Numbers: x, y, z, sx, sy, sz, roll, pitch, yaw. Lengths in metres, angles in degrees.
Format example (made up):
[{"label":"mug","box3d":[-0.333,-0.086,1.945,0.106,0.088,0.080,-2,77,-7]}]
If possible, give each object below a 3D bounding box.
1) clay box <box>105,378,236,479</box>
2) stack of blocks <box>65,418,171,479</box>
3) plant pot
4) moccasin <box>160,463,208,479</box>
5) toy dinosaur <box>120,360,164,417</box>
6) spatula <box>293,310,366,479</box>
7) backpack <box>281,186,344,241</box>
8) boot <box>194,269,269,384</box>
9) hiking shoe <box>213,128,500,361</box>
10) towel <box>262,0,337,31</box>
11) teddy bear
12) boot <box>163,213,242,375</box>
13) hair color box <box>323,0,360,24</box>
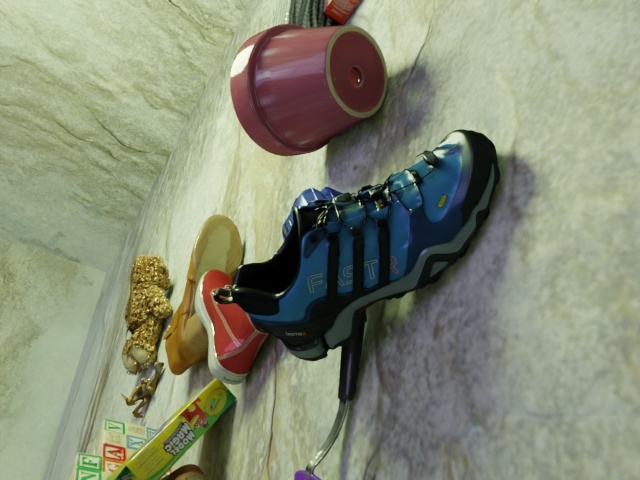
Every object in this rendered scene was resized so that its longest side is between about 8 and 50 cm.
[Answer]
[{"label":"clay box","box3d":[-0.237,0.313,0.817,0.127,0.053,0.222,-43,-1,42]},{"label":"stack of blocks","box3d":[-0.357,0.437,0.948,0.087,0.171,0.297,-65,24,5]},{"label":"plant pot","box3d":[-0.006,-0.237,0.820,0.180,0.201,0.201,1,69,47]},{"label":"moccasin","box3d":[-0.266,0.492,0.750,0.379,0.139,0.147,-65,23,2]},{"label":"toy dinosaur","box3d":[-0.439,0.378,1.322,0.211,0.064,0.112,-43,14,25]},{"label":"spatula","box3d":[0.014,0.190,0.574,0.084,0.030,0.296,-24,48,62]},{"label":"backpack","box3d":[0.000,0.000,0.688,0.120,0.101,0.098,-62,18,20]},{"label":"boot","box3d":[-0.127,0.088,0.892,0.176,0.088,0.244,-57,34,21]},{"label":"hiking shoe","box3d":[0.040,-0.003,0.532,0.304,0.132,0.113,-46,31,13]},{"label":"towel","box3d":[-0.063,-0.379,1.130,0.235,0.121,0.283,-47,31,43]},{"label":"teddy bear","box3d":[-0.481,0.207,1.509,0.245,0.113,0.338,-57,33,36]},{"label":"boot","box3d":[-0.254,0.109,1.104,0.211,0.104,0.295,-41,39,44]},{"label":"hair color box","box3d":[0.071,-0.521,1.054,0.167,0.053,0.093,-43,33,39]}]
